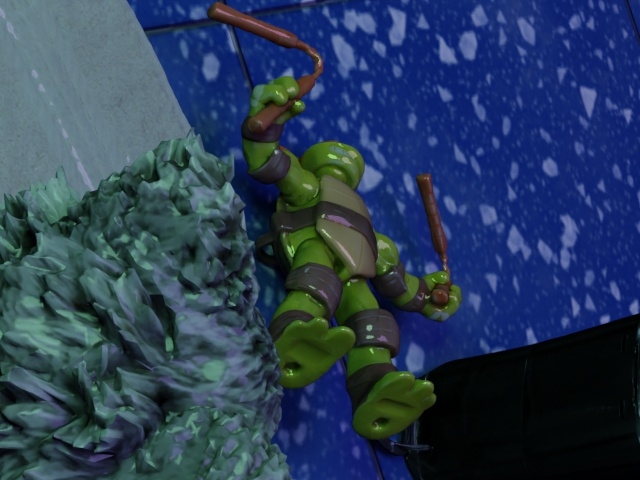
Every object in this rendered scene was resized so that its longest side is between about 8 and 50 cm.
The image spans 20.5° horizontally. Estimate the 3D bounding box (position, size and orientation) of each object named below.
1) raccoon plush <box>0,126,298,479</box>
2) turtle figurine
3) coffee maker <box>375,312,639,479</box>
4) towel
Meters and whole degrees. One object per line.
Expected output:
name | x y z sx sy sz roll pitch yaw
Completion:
raccoon plush | -0.211 0.098 0.626 0.446 0.299 0.216 -23 94 -50
turtle figurine | 0.000 0.000 1.061 0.269 0.087 0.217 50 25 -37
coffee maker | 0.152 0.119 1.122 0.171 0.178 0.120 1 75 -48
towel | -0.159 -0.070 0.945 0.187 0.049 0.282 -37 105 -47
